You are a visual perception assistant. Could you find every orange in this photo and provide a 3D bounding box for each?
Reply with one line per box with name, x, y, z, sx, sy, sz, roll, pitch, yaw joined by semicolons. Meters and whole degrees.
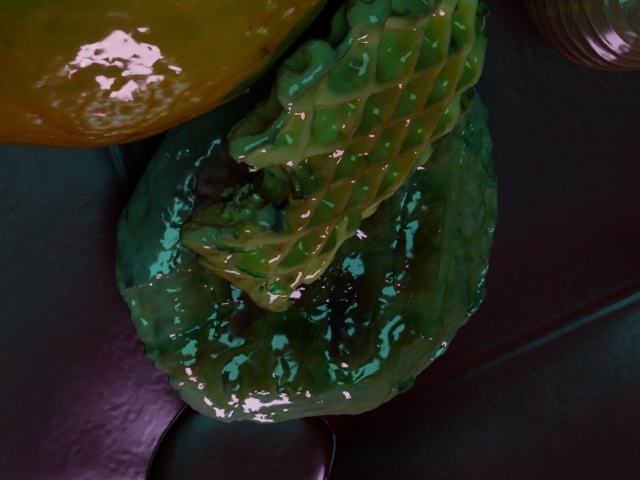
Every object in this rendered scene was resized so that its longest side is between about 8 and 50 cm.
orange;-0.143;-0.216;0.980;0.341;0.293;0.340;0;90;7

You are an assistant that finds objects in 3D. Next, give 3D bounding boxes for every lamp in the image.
lamp;0.208;-0.184;1.250;0.136;0.136;0.136;-6;109;-20

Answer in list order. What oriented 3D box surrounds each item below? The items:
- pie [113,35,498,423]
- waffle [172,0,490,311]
pie;0.000;0.000;1.259;0.306;0.071;0.306;-7;110;-19
waffle;0.020;-0.069;1.092;0.250;0.056;0.261;-47;160;-5
